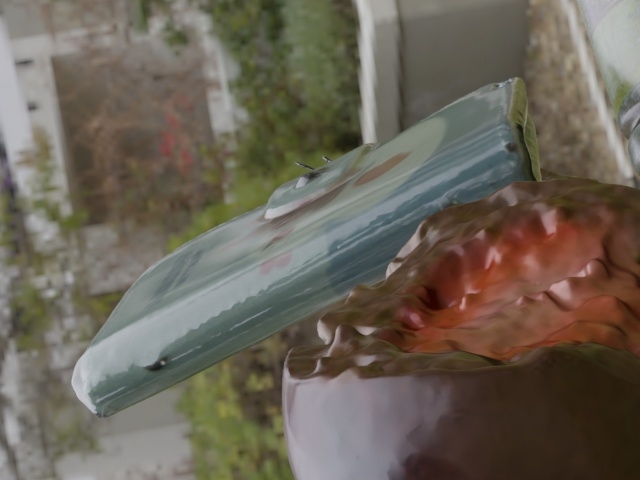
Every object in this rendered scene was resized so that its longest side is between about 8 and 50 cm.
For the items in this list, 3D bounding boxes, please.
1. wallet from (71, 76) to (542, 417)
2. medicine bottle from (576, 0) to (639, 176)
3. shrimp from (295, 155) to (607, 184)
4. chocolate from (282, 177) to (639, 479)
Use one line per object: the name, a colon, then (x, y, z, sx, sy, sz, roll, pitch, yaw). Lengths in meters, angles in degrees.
wallet: (0.000, 0.000, 1.201, 0.083, 0.360, 0.252, 60, -165, -11)
medicine bottle: (0.267, -0.156, 1.176, 0.151, 0.151, 0.323, 92, 164, -70)
shrimp: (0.133, -0.030, 1.536, 0.145, 0.343, 0.116, 23, -105, -82)
chocolate: (0.048, 0.044, 0.420, 0.124, 0.133, 0.127, -35, 70, 51)
